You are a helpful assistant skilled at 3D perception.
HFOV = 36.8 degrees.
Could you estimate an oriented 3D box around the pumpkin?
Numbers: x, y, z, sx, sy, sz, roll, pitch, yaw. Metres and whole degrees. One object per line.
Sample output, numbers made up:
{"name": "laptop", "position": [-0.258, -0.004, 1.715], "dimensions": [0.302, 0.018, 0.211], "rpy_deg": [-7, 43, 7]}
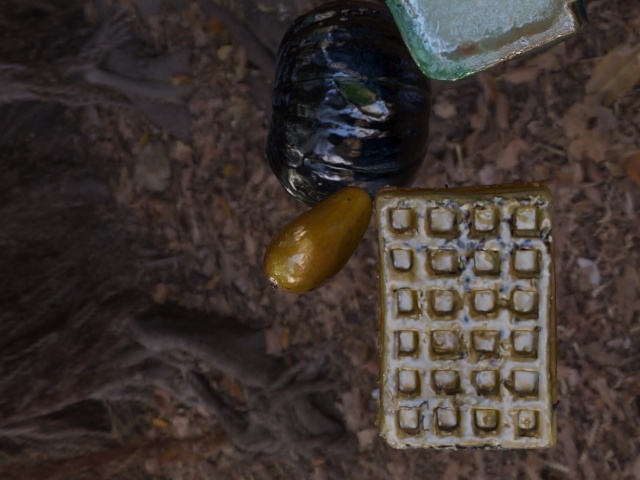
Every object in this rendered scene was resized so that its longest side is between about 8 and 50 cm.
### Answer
{"name": "pumpkin", "position": [0.046, -0.222, 1.600], "dimensions": [0.363, 0.266, 0.363], "rpy_deg": [-177, 90, -88]}

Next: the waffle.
{"name": "waffle", "position": [0.201, 0.105, 1.364], "dimensions": [0.114, 0.261, 0.376], "rpy_deg": [-53, -39, -78]}

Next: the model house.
{"name": "model house", "position": [0.209, -0.385, 1.242], "dimensions": [0.245, 0.280, 0.312], "rpy_deg": [-23, 100, 23]}

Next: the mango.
{"name": "mango", "position": [-0.001, 0.003, 1.256], "dimensions": [0.090, 0.178, 0.115], "rpy_deg": [37, 143, 14]}
